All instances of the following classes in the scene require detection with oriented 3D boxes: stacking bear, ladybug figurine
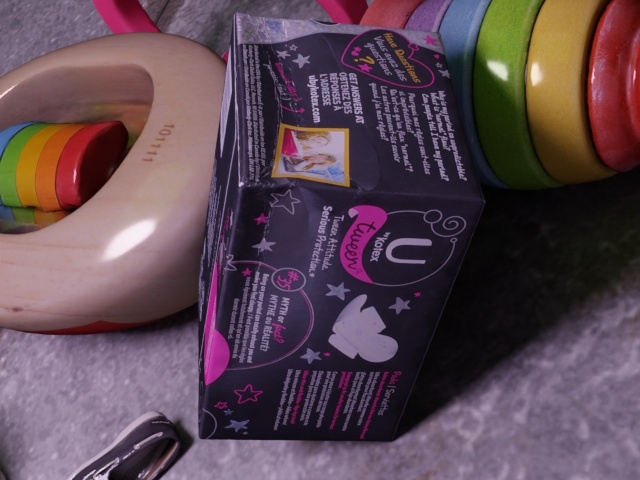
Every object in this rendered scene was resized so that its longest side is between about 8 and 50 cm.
[{"bbox_3d":[0.179,-0.106,0.739,0.289,0.164,0.175,5,60,36],"label":"stacking bear"},{"bbox_3d":[-0.214,-0.042,0.983,0.449,0.162,0.305,9,63,42],"label":"ladybug figurine"}]

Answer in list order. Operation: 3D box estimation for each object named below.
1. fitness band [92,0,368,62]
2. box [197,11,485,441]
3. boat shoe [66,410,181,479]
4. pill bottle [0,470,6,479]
[{"bbox_3d":[-0.088,-0.218,0.995,0.290,0.209,0.054,3,58,40],"label":"fitness band"},{"bbox_3d":[0.000,0.000,0.700,0.142,0.247,0.163,4,46,-10],"label":"box"},{"bbox_3d":[-0.160,0.190,0.838,0.125,0.046,0.038,-42,35,-11],"label":"boat shoe"},{"bbox_3d":[-0.362,0.199,0.880,0.112,0.187,0.112,-22,45,24],"label":"pill bottle"}]
